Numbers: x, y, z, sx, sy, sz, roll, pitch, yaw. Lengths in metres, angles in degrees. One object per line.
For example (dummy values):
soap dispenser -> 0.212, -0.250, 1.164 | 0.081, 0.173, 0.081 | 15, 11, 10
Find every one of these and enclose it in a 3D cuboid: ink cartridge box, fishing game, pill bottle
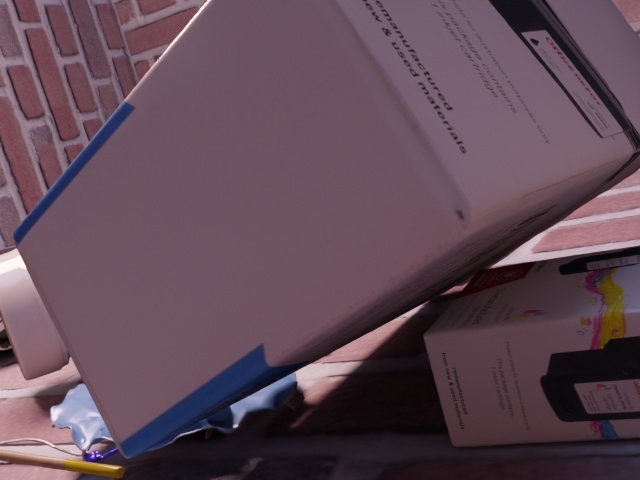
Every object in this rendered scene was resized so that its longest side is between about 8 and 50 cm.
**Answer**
ink cartridge box -> 0.047, -0.042, 0.574 | 0.285, 0.166, 0.395 | -38, -12, 36
ink cartridge box -> 0.166, 0.054, 0.481 | 0.175, 0.072, 0.127 | -11, 10, 28
fishing game -> -0.105, 0.124, 0.631 | 0.189, 0.041, 0.264 | -2, 10, 26
pill bottle -> -0.176, 0.031, 0.867 | 0.301, 0.169, 0.169 | -21, 11, -22

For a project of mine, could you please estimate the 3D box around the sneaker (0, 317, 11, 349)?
sneaker -> -0.486, 0.097, 0.990 | 0.257, 0.169, 0.447 | -14, 8, 23
